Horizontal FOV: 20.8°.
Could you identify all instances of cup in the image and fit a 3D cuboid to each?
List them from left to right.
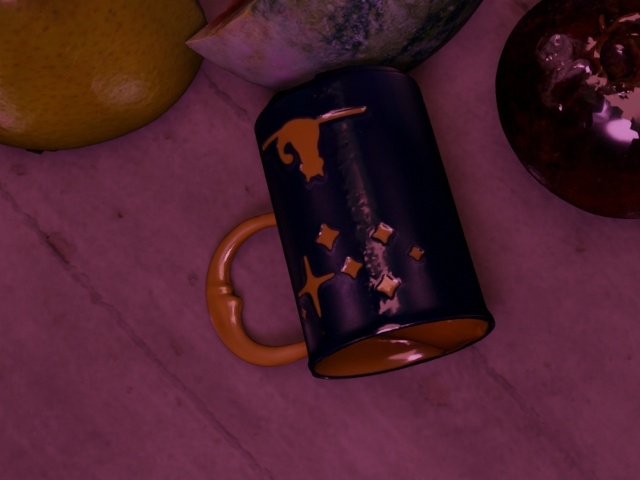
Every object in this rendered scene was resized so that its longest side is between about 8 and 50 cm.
[{"bbox_3d":[0.003,-0.007,1.613,0.255,0.178,0.256,-16,74,0],"label":"cup"}]

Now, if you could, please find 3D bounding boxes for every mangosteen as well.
[{"bbox_3d":[0.275,-0.145,1.578,0.235,0.261,0.236,-1,78,7],"label":"mangosteen"}]

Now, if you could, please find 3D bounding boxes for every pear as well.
[{"bbox_3d":[-0.299,-0.241,1.627,0.342,0.318,0.239,30,76,12],"label":"pear"}]

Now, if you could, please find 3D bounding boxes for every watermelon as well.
[{"bbox_3d":[0.026,-0.229,1.644,0.176,0.256,0.260,36,83,34],"label":"watermelon"}]
